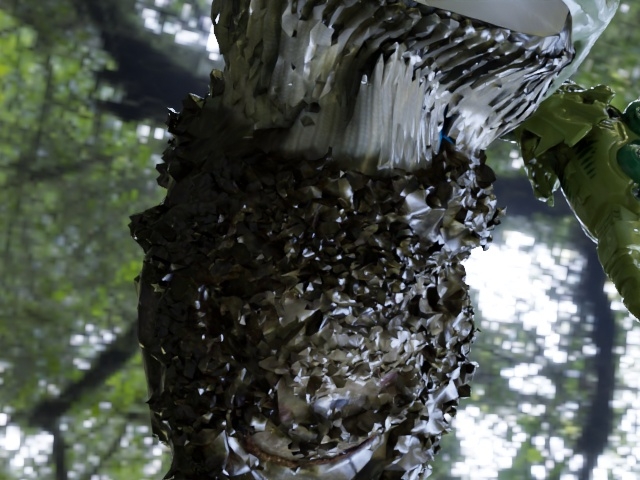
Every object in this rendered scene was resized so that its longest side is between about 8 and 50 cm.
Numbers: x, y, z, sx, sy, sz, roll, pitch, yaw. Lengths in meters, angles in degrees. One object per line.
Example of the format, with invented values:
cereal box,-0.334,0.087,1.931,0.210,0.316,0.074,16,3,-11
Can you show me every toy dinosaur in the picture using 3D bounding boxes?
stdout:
toy dinosaur,0.214,-0.032,1.051,0.259,0.153,0.094,-109,-149,-42

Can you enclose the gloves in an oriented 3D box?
gloves,0.007,0.003,0.710,0.135,0.210,0.312,31,-72,35

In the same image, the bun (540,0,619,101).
bun,0.118,-0.161,0.873,0.118,0.195,0.195,18,-82,18
